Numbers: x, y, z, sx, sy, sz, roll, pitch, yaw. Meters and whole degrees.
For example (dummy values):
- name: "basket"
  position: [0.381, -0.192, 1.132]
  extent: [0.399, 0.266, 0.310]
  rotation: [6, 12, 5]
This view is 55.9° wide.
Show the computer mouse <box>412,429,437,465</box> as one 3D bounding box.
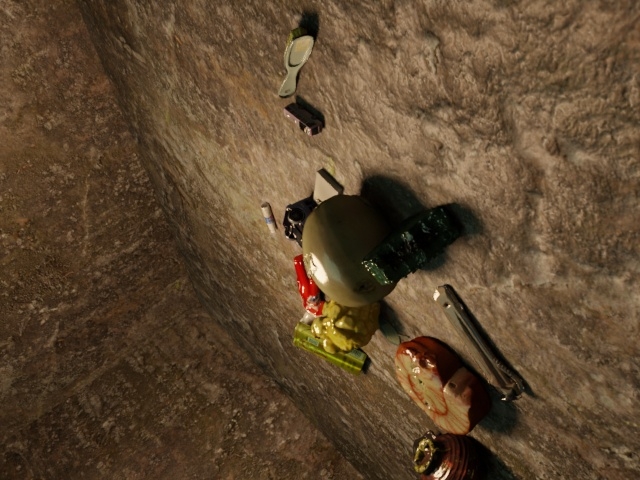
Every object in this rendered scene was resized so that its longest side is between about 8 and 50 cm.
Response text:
- name: "computer mouse"
  position: [0.429, 0.803, 2.285]
  extent: [0.264, 0.088, 0.147]
  rotation: [103, 145, -61]

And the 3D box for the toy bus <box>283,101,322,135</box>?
- name: "toy bus"
  position: [-0.051, -0.347, 1.725]
  extent: [0.130, 0.052, 0.037]
  rotation: [43, 152, 29]

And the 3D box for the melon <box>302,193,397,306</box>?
- name: "melon"
  position: [0.080, 0.024, 1.698]
  extent: [0.330, 0.268, 0.268]
  rotation: [64, 157, 1]

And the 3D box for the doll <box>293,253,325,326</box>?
- name: "doll"
  position: [-0.038, 0.233, 2.431]
  extent: [0.188, 0.099, 0.384]
  rotation: [51, 155, 37]

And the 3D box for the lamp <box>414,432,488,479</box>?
- name: "lamp"
  position: [0.434, 0.767, 2.044]
  extent: [0.247, 0.247, 0.247]
  rotation: [43, 154, 27]

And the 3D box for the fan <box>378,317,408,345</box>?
- name: "fan"
  position: [0.253, 0.320, 2.083]
  extent: [0.113, 0.005, 0.175]
  rotation: [62, 157, -15]

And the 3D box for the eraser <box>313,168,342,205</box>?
- name: "eraser"
  position: [0.021, -0.145, 1.893]
  extent: [0.104, 0.023, 0.150]
  rotation: [46, 155, 20]

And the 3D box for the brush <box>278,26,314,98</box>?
- name: "brush"
  position: [-0.078, -0.477, 1.608]
  extent: [0.297, 0.068, 0.060]
  rotation: [126, 128, -68]

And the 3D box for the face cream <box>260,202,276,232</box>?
- name: "face cream"
  position: [-0.203, -0.086, 2.393]
  extent: [0.034, 0.034, 0.130]
  rotation: [31, 146, 45]

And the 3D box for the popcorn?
- name: "popcorn"
  position: [0.093, 0.276, 2.078]
  extent: [0.195, 0.255, 0.256]
  rotation: [42, -169, -24]

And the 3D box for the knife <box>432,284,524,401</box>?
- name: "knife"
  position: [0.428, 0.274, 1.645]
  extent: [0.089, 0.043, 0.365]
  rotation: [-38, 83, 34]

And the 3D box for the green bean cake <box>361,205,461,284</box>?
- name: "green bean cake"
  position: [0.222, 0.020, 1.493]
  extent: [0.107, 0.208, 0.193]
  rotation: [55, 159, -6]

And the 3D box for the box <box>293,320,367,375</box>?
- name: "box"
  position: [0.036, 0.448, 2.485]
  extent: [0.311, 0.043, 0.173]
  rotation: [24, 149, 10]

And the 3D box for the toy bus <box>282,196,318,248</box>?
- name: "toy bus"
  position: [0.000, 0.000, 1.991]
  extent: [0.292, 0.133, 0.125]
  rotation: [49, 151, 20]

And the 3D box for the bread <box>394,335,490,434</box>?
- name: "bread"
  position: [0.372, 0.457, 1.899]
  extent: [0.327, 0.114, 0.295]
  rotation: [42, 155, 28]
